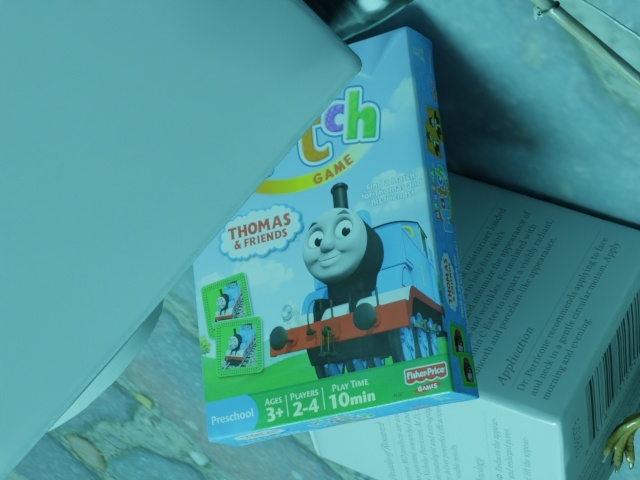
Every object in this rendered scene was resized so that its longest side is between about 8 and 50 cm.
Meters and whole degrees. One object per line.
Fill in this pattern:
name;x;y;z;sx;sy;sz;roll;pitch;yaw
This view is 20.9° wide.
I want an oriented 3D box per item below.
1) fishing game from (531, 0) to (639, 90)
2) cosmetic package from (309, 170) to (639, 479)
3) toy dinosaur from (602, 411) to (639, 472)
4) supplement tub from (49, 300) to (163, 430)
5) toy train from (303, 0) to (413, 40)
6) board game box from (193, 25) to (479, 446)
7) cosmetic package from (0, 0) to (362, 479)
fishing game;0.214;-0.146;0.761;0.189;0.041;0.264;37;137;9
cosmetic package;0.099;0.070;1.081;0.183;0.151;0.151;19;147;25
toy dinosaur;0.230;0.102;1.022;0.064;0.212;0.112;8;172;-42
supplement tub;-0.266;-0.002;1.289;0.191;0.191;0.272;-11;127;50
toy train;-0.033;-0.239;0.739;0.334;0.190;0.142;47;146;-21
board game box;0.000;0.000;1.001;0.160;0.211;0.039;-15;162;28
cosmetic package;-0.160;-0.052;0.840;0.161;0.230;0.453;42;175;-13
